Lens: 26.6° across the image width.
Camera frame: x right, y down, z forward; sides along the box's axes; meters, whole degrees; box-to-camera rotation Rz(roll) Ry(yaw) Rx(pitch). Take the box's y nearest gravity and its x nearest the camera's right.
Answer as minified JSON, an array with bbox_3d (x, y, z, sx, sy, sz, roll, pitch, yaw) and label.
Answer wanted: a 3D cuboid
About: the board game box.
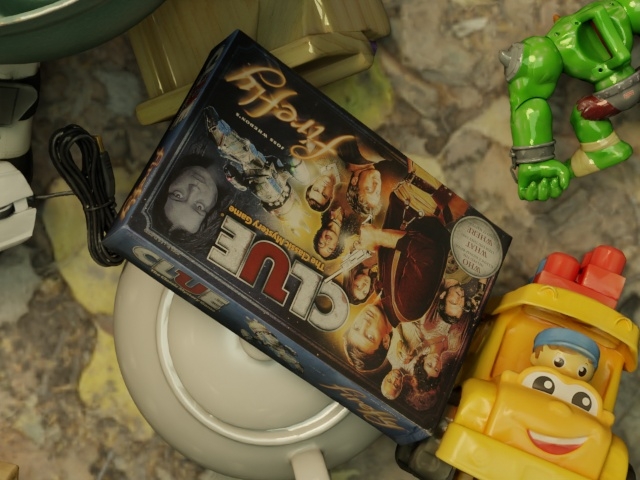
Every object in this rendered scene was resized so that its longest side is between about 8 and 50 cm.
[{"bbox_3d":[0.000,0.000,0.881,0.243,0.042,0.165,35,61,-18],"label":"board game box"}]

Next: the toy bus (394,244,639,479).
[{"bbox_3d":[0.163,0.096,0.963,0.149,0.220,0.211,24,85,2],"label":"toy bus"}]

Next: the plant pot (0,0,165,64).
[{"bbox_3d":[-0.182,-0.228,0.809,0.293,0.196,0.293,-1,77,3],"label":"plant pot"}]

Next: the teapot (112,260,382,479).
[{"bbox_3d":[-0.035,0.068,0.969,0.256,0.187,0.252,29,91,-3],"label":"teapot"}]

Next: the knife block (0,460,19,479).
[{"bbox_3d":[-0.395,0.172,0.979,0.275,0.088,0.242,-33,102,18],"label":"knife block"}]

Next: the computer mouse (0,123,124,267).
[{"bbox_3d":[-0.236,-0.017,0.942,0.193,0.042,0.106,-10,117,-5],"label":"computer mouse"}]

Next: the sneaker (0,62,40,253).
[{"bbox_3d":[-0.257,-0.130,0.969,0.122,0.146,0.331,11,88,-5],"label":"sneaker"}]

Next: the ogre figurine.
[{"bbox_3d":[0.218,-0.123,1.016,0.197,0.097,0.118,-25,103,11],"label":"ogre figurine"}]

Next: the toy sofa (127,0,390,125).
[{"bbox_3d":[-0.090,-0.274,0.995,0.150,0.177,0.363,-18,93,23],"label":"toy sofa"}]
